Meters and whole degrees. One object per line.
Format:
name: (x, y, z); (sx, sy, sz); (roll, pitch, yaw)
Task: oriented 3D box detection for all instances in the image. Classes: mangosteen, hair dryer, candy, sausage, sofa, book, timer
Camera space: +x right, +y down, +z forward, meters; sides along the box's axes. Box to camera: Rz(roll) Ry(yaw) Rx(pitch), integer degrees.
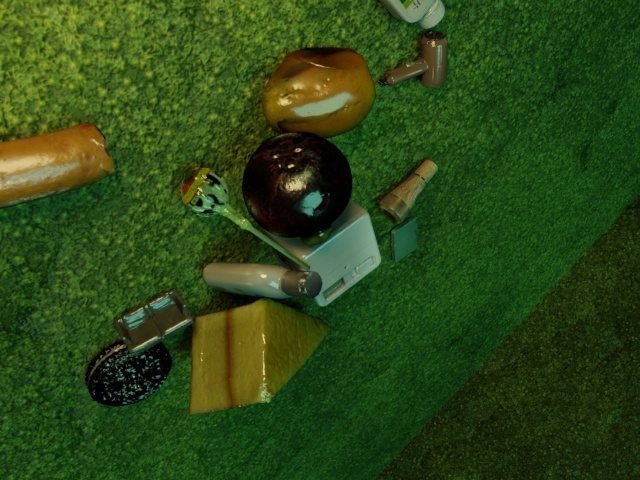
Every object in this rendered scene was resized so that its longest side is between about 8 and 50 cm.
mangosteen: (-0.041, -0.100, 0.944); (0.216, 0.216, 0.216); (-23, 134, -26)
hair dryer: (0.211, -0.394, 1.121); (0.182, 0.064, 0.117); (-26, 135, -15)
candy: (-0.141, -0.035, 0.975); (0.306, 0.083, 0.091); (35, 69, -10)
sausage: (-0.458, -0.105, 0.741); (0.271, 0.109, 0.108); (-19, 132, -25)
sofa: (-0.361, 0.173, 1.060); (0.147, 0.085, 0.060); (-28, 139, -21)
book: (0.256, -0.002, 1.503); (0.103, 0.017, 0.135); (-33, 138, -20)
timer: (0.000, 0.000, 1.148); (0.192, 0.195, 0.194); (-36, 139, -13)

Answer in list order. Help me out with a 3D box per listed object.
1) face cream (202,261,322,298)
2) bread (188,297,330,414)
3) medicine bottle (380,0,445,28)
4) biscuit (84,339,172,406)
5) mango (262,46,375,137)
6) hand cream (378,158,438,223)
face cream: (-0.120, 0.086, 1.053); (0.144, 0.291, 0.070); (20, 74, -48)
bread: (-0.116, 0.295, 1.220); (0.234, 0.244, 0.362); (-19, 154, 27)
medicine bottle: (0.184, -0.511, 0.992); (0.183, 0.069, 0.119); (24, 102, -49)
biscuit: (-0.436, 0.301, 1.123); (0.195, 0.053, 0.194); (-24, 135, -26)
mango: (-0.004, -0.276, 0.970); (0.236, 0.136, 0.166); (-10, 135, -25)
hand cream: (0.248, -0.144, 1.346); (0.203, 0.084, 0.084); (-50, 140, -8)
